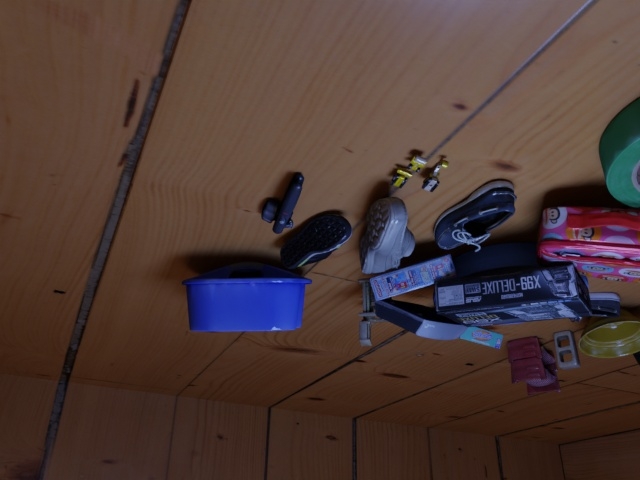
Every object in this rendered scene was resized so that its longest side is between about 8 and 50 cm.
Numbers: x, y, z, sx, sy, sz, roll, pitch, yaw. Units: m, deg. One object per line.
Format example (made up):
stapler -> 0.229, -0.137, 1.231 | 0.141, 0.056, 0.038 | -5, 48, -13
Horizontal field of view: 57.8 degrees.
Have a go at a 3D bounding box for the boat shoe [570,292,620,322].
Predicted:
boat shoe -> 0.746, 0.199, 1.673 | 0.229, 0.076, 0.080 | -2, 151, 6

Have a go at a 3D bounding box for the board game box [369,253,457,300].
board game box -> 0.212, 0.094, 1.439 | 0.194, 0.060, 0.194 | -16, 176, -7

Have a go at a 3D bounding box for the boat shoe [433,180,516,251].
boat shoe -> 0.334, -0.035, 1.266 | 0.095, 0.079, 0.254 | 15, 148, -24

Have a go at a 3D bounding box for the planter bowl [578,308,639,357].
planter bowl -> 0.886, 0.266, 1.758 | 0.217, 0.090, 0.217 | 2, 140, 2

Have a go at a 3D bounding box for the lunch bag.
lunch bag -> 0.606, 0.000, 1.205 | 0.293, 0.120, 0.258 | 5, 166, 21

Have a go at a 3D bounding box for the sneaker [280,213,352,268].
sneaker -> 0.000, 0.000, 1.374 | 0.097, 0.084, 0.235 | -4, 163, -46

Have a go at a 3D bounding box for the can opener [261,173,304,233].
can opener -> -0.074, -0.073, 1.236 | 0.073, 0.059, 0.186 | 12, 150, -18

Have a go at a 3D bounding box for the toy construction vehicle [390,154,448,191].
toy construction vehicle -> 0.196, -0.136, 1.145 | 0.086, 0.035, 0.098 | 19, 146, -8

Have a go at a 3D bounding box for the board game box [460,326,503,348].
board game box -> 0.414, 0.266, 1.744 | 0.160, 0.047, 0.210 | 19, 176, -29

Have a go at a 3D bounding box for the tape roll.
tape roll -> 0.670, -0.166, 1.017 | 0.322, 0.077, 0.321 | 1, 151, 0

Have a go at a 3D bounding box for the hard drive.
hard drive -> 0.261, 0.204, 1.501 | 0.172, 0.054, 0.255 | 21, -176, 39

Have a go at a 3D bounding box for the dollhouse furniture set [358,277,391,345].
dollhouse furniture set -> 0.170, 0.220, 1.628 | 0.101, 0.181, 0.161 | -5, 150, 11

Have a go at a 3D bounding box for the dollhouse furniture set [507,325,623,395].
dollhouse furniture set -> 0.848, 0.408, 1.966 | 0.374, 0.152, 0.201 | -19, 145, 32

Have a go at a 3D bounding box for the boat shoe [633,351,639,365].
boat shoe -> 1.076, 0.345, 1.811 | 0.120, 0.122, 0.324 | -21, 175, 4

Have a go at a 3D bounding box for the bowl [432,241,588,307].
bowl -> 0.497, 0.121, 1.544 | 0.392, 0.077, 0.391 | 1, 151, 1

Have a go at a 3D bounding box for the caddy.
caddy -> -0.192, 0.144, 1.522 | 0.342, 0.179, 0.241 | -1, 173, 4

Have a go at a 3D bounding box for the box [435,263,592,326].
box -> 0.455, 0.139, 1.364 | 0.308, 0.076, 0.242 | -11, 159, 28

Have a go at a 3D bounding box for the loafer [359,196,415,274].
loafer -> 0.158, -0.010, 1.299 | 0.112, 0.111, 0.319 | -5, 160, -6
